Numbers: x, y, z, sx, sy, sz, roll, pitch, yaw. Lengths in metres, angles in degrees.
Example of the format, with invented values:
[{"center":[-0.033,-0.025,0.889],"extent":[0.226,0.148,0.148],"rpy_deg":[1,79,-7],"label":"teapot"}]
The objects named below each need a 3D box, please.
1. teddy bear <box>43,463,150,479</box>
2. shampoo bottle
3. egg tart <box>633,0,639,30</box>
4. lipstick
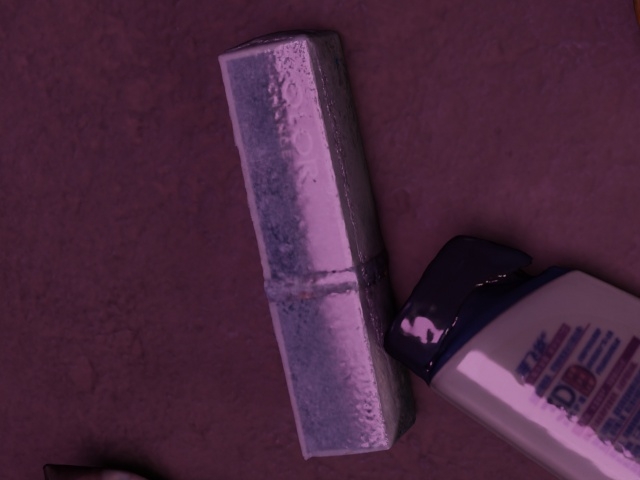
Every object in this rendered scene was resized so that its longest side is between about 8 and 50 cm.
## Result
[{"center":[-0.043,0.320,0.887],"extent":[0.327,0.375,0.362],"rpy_deg":[-45,108,-19],"label":"teddy bear"},{"center":[0.219,0.118,0.861],"extent":[0.359,0.078,0.134],"rpy_deg":[34,75,12],"label":"shampoo bottle"},{"center":[0.324,-0.124,0.712],"extent":[0.352,0.352,0.150],"rpy_deg":[40,68,6],"label":"egg tart"},{"center":[0.000,0.000,0.919],"extent":[0.077,0.076,0.290],"rpy_deg":[-8,100,23],"label":"lipstick"}]
